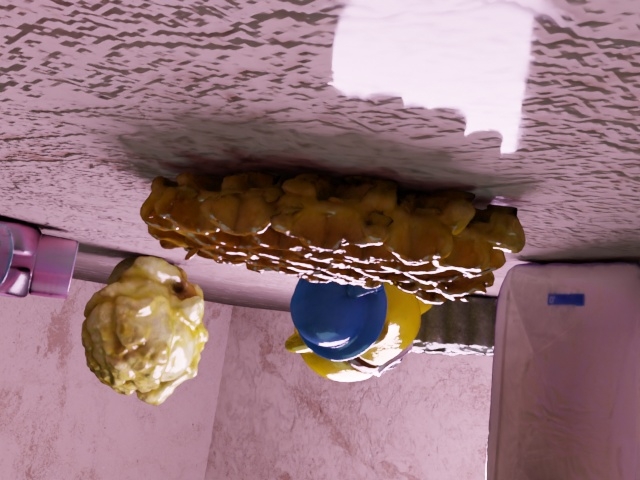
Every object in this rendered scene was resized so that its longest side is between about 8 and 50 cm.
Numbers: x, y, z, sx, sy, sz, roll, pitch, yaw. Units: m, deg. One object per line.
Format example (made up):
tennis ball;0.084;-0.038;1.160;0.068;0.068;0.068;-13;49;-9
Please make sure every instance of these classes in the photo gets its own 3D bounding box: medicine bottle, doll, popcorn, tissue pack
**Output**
medicine bottle;-0.412;0.020;0.786;0.188;0.094;0.119;12;173;-22
doll;0.049;0.091;0.758;0.199;0.145;0.363;-23;164;-5
popcorn;-0.292;0.152;1.050;0.195;0.255;0.256;7;178;18
tissue pack;0.318;0.163;0.541;0.338;0.242;0.160;12;170;-29

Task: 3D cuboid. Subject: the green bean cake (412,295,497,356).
green bean cake;0.219;0.130;0.949;0.185;0.094;0.183;1;169;16

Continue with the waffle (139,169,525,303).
waffle;0.000;0.000;0.415;0.232;0.051;0.228;10;172;-4
